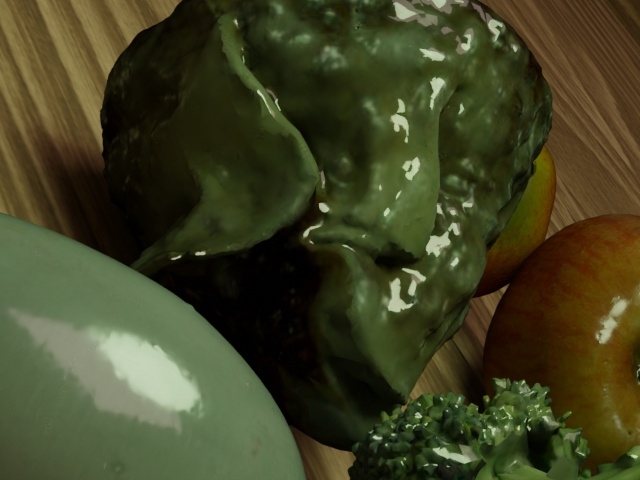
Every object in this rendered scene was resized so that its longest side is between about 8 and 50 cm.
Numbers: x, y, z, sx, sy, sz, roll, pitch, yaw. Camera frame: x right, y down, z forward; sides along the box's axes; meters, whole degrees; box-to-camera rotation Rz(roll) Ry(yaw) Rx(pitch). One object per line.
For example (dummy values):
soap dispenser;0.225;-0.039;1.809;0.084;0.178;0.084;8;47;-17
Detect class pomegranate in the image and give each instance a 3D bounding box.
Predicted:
pomegranate;0.146;-0.053;1.764;0.221;0.221;0.256;42;-22;-3

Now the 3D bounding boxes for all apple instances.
apple;0.313;0.123;1.657;0.301;0.301;0.301;36;24;-19

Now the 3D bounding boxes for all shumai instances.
shumai;0.000;0.000;1.362;0.395;0.395;0.348;28;49;-33

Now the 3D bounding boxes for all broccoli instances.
broccoli;0.156;0.208;1.275;0.375;0.302;0.249;39;1;-39

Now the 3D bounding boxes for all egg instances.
egg;-0.174;0.108;0.969;0.371;0.230;0.230;35;24;-8
